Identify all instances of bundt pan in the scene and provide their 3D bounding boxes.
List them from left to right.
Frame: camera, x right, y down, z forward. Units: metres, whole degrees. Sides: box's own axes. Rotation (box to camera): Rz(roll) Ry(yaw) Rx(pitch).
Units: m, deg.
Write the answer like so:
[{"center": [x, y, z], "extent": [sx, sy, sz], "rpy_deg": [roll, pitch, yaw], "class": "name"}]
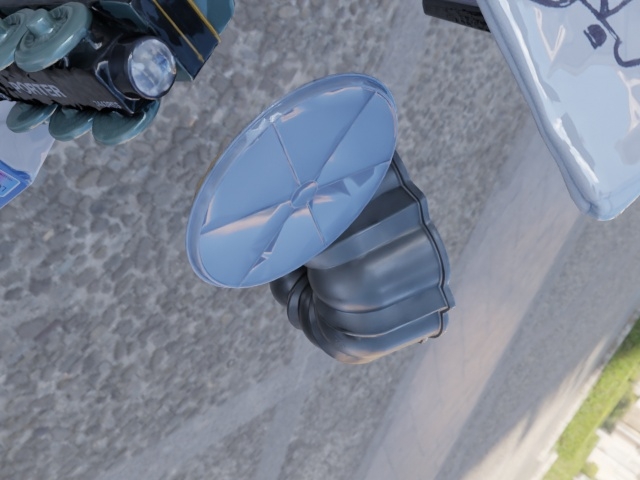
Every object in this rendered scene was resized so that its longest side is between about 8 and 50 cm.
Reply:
[{"center": [0.000, 0.000, 0.807], "extent": [0.124, 0.331, 0.330], "rpy_deg": [-28, 146, -18], "class": "bundt pan"}]

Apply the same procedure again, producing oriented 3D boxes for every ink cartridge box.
[{"center": [-0.580, -0.146, 1.141], "extent": [0.151, 0.396, 0.269], "rpy_deg": [37, 44, -31], "class": "ink cartridge box"}]

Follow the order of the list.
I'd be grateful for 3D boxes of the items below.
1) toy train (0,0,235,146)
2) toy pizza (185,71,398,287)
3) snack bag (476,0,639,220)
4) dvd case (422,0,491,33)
[{"center": [-0.238, -0.203, 0.690], "extent": [0.190, 0.334, 0.142], "rpy_deg": [-60, 137, -20], "class": "toy train"}, {"center": [-0.022, -0.045, 0.538], "extent": [0.201, 0.032, 0.201], "rpy_deg": [-34, 152, -21], "class": "toy pizza"}, {"center": [0.175, -0.213, 0.369], "extent": [0.323, 0.342, 0.037], "rpy_deg": [-27, -176, -26], "class": "snack bag"}, {"center": [0.244, -0.233, 0.638], "extent": [0.253, 0.180, 0.022], "rpy_deg": [-18, 118, -11], "class": "dvd case"}]
